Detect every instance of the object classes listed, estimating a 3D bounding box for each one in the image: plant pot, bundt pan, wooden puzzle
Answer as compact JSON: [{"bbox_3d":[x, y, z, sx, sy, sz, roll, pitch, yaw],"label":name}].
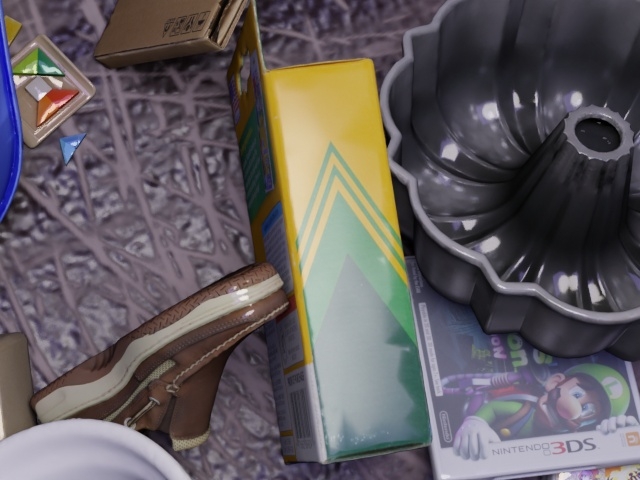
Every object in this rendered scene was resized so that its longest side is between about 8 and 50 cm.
[{"bbox_3d":[-0.270,0.125,1.045,0.109,0.096,0.109,-8,83,-8],"label":"plant pot"},{"bbox_3d":[0.197,-0.044,1.077,0.330,0.124,0.331,4,54,-6],"label":"bundt pan"},{"bbox_3d":[-0.229,-0.122,1.130,0.116,0.014,0.078,39,79,-1],"label":"wooden puzzle"}]

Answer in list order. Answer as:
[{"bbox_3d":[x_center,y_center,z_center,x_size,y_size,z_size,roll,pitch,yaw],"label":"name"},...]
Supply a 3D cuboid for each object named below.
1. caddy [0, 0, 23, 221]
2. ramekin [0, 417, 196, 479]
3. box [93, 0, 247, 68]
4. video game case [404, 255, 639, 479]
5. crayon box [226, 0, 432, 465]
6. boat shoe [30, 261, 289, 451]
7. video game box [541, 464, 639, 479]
[{"bbox_3d":[-0.351,-0.120,1.018,0.241,0.179,0.341,-5,103,3],"label":"caddy"},{"bbox_3d":[-0.156,0.273,0.962,0.277,0.135,0.277,-12,62,23],"label":"ramekin"},{"bbox_3d":[-0.095,-0.213,1.073,0.021,0.201,0.164,30,77,-29],"label":"box"},{"bbox_3d":[0.159,0.093,1.116,0.173,0.022,0.190,-5,64,-8],"label":"video game case"},{"bbox_3d":[0.000,0.000,1.044,0.083,0.203,0.323,-8,83,-10],"label":"crayon box"},{"bbox_3d":[-0.102,0.101,1.017,0.095,0.257,0.095,-30,89,-48],"label":"boat shoe"},{"bbox_3d":[0.275,0.246,1.122,0.205,0.048,0.187,7,82,-6],"label":"video game box"}]
